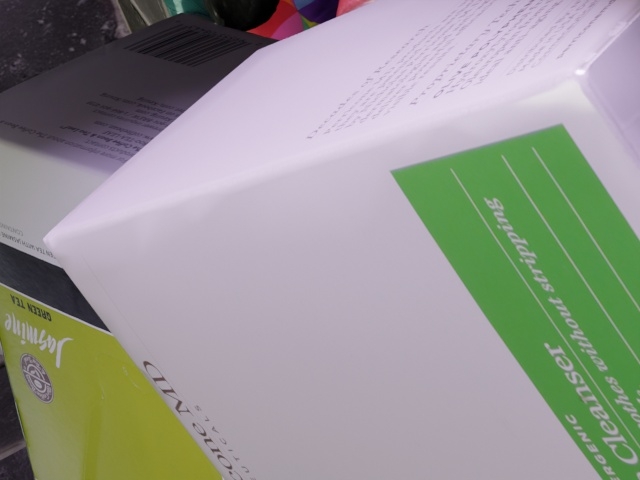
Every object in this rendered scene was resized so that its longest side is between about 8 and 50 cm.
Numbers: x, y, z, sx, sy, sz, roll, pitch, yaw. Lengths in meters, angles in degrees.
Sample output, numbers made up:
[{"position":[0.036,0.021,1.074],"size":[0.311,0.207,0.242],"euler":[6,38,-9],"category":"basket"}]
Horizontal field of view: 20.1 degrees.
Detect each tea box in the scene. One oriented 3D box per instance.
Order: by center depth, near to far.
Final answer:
[{"position":[-0.030,0.059,1.163],"size":[0.329,0.220,0.323],"euler":[19,127,40],"category":"tea box"}]

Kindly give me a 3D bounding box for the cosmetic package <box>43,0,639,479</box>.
[{"position":[0.072,0.007,0.668],"size":[0.197,0.155,0.365],"euler":[53,150,-13],"category":"cosmetic package"}]

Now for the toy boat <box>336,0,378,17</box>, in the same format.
[{"position":[0.082,-0.117,0.883],"size":[0.231,0.151,0.151],"euler":[92,179,-74],"category":"toy boat"}]

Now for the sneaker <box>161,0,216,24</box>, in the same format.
[{"position":[-0.041,-0.146,1.650],"size":[0.302,0.108,0.121],"euler":[57,175,-32],"category":"sneaker"}]

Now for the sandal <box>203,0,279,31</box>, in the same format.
[{"position":[-0.041,-0.309,1.136],"size":[0.446,0.107,0.167],"euler":[91,154,-49],"category":"sandal"}]

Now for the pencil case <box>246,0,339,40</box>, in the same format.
[{"position":[-0.021,-0.179,1.400],"size":[0.236,0.104,0.104],"euler":[57,171,31],"category":"pencil case"}]
